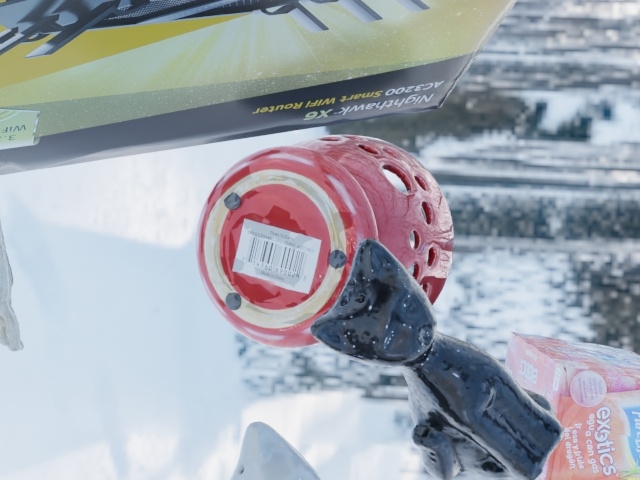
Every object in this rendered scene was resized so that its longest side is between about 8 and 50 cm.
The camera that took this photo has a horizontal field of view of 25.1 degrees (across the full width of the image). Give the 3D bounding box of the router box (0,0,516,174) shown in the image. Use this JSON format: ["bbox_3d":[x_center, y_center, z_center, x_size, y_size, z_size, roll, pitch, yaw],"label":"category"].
[{"bbox_3d":[-0.048,-0.131,0.664,0.243,0.309,0.081,124,-48,-61],"label":"router box"}]

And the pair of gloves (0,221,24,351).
[{"bbox_3d":[-0.227,-0.054,0.873,0.240,0.042,0.204,-146,-131,-62],"label":"pair of gloves"}]

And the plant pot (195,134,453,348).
[{"bbox_3d":[0.000,0.000,1.245,0.174,0.191,0.191,0,93,-65],"label":"plant pot"}]

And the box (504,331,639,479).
[{"bbox_3d":[0.293,0.194,1.563,0.300,0.154,0.142,-138,-124,-85],"label":"box"}]

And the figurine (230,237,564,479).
[{"bbox_3d":[0.034,0.135,0.899,0.209,0.092,0.215,46,68,-39],"label":"figurine"}]
